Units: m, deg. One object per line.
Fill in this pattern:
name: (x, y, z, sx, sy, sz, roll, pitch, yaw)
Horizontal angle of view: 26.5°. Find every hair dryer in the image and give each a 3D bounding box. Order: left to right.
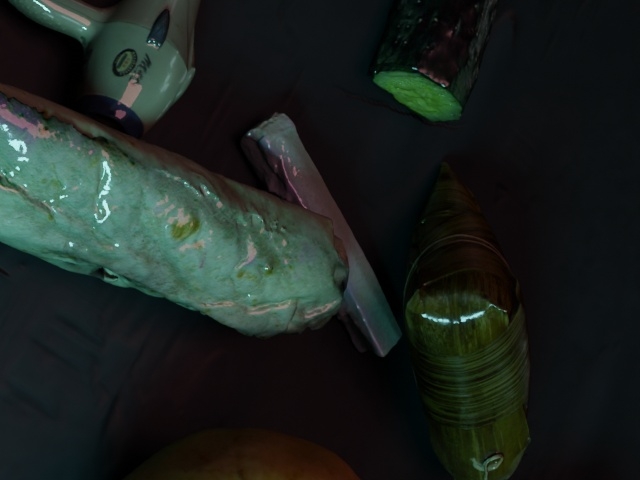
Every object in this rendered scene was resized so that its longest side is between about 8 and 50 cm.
hair dryer: (-0.148, -0.169, 0.829, 0.199, 0.067, 0.167, 41, 53, -9)

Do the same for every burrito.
burrito: (-0.109, -0.012, 0.800, 0.309, 0.066, 0.096, 25, 110, -35)

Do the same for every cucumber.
cucumber: (0.107, -0.193, 0.996, 0.078, 0.062, 0.211, 34, 66, -28)

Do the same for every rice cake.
rice cake: (0.000, 0.000, 0.916, 0.042, 0.030, 0.180, -41, 108, -38)

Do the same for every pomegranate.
pomegranate: (-0.052, 0.194, 0.761, 0.191, 0.191, 0.191, 5, 82, -36)

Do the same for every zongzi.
zongzi: (0.104, 0.065, 0.975, 0.184, 0.084, 0.187, -88, 170, -57)
